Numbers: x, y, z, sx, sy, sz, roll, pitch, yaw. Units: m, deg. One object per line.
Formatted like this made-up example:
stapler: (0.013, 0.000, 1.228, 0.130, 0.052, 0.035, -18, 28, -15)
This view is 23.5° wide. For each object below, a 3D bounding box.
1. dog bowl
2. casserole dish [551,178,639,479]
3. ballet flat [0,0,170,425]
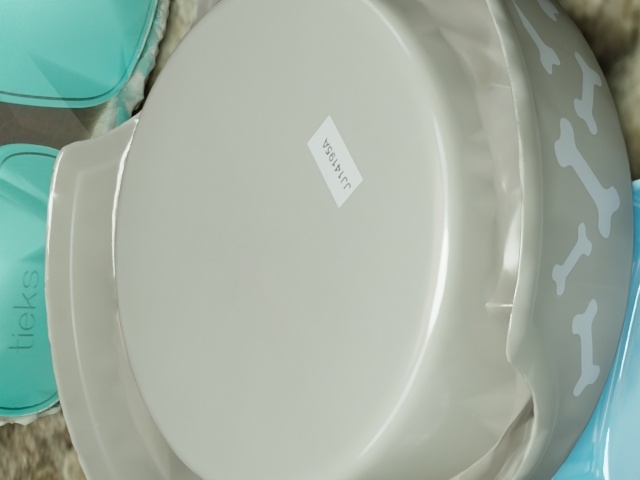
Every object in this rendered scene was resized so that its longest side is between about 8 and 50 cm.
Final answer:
dog bowl: (0.000, 0.000, 0.738, 0.349, 0.102, 0.348, -5, 83, 48)
casserole dish: (0.158, 0.061, 0.658, 0.114, 0.037, 0.188, 20, 103, 47)
ballet flat: (-0.189, -0.084, 0.989, 0.147, 0.147, 0.408, 27, 109, 45)
